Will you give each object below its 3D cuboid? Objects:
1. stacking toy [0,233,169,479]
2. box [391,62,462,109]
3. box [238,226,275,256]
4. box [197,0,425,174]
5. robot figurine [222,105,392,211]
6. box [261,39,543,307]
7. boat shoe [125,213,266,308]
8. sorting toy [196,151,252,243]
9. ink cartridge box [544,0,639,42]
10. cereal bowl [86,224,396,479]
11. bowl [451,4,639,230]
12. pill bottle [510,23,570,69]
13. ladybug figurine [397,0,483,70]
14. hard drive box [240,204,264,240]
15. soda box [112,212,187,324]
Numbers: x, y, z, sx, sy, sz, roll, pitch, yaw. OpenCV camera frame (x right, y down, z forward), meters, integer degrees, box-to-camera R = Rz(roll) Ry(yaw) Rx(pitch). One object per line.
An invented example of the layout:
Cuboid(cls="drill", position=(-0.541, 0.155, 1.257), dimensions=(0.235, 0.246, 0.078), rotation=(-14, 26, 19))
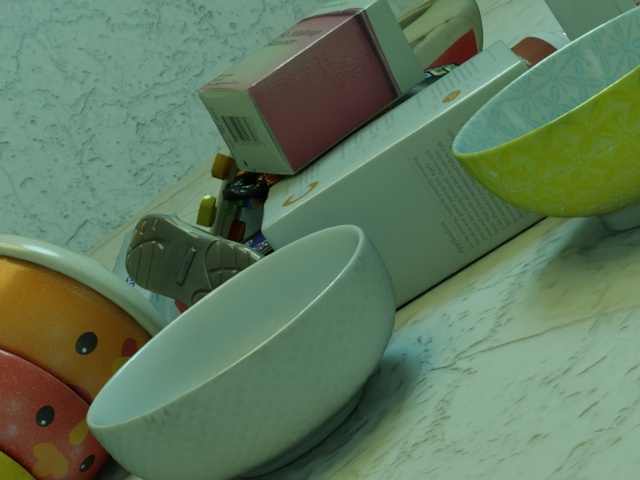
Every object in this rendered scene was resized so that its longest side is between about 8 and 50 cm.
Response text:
Cuboid(cls="stacking toy", position=(-0.396, 0.264, 1.659), dimensions=(0.351, 0.351, 0.479), rotation=(-22, 36, 47))
Cuboid(cls="box", position=(0.161, -0.186, 1.997), dimensions=(0.191, 0.045, 0.184), rotation=(-16, 30, -19))
Cuboid(cls="box", position=(0.000, 0.000, 1.908), dimensions=(0.261, 0.103, 0.184), rotation=(-35, 9, -2))
Cuboid(cls="box", position=(-0.012, -0.197, 1.783), dimensions=(0.232, 0.126, 0.149), rotation=(-38, 22, -22))
Cuboid(cls="robot figurine", position=(-0.016, -0.109, 1.932), dimensions=(0.211, 0.085, 0.291), rotation=(-38, 11, -26))
Cuboid(cls="box", position=(0.120, -0.064, 1.654), dimensions=(0.345, 0.168, 0.215), rotation=(-32, 12, 9))
Cuboid(cls="boat shoe", position=(-0.103, 0.056, 1.723), dimensions=(0.324, 0.116, 0.123), rotation=(33, 100, 40))
Cuboid(cls="sorting toy", position=(-0.139, -0.044, 2.138), dimensions=(0.307, 0.041, 0.229), rotation=(12, -83, -85))
Cuboid(cls="ink cartridge box", position=(0.425, -0.299, 1.686), dimensions=(0.273, 0.197, 0.114), rotation=(-39, 11, -25))
Cuboid(cls="cereal bowl", position=(-0.060, 0.135, 1.415), dimensions=(0.339, 0.141, 0.339), rotation=(-33, 11, 7))
Cuboid(cls="bowl", position=(0.290, -0.104, 1.374), dimensions=(0.289, 0.156, 0.289), rotation=(-33, 11, 7))
Cuboid(cls="pill bottle", position=(0.281, -0.202, 1.884), dimensions=(0.216, 0.121, 0.121), rotation=(-39, 12, -19))
Cuboid(cls="ladybug figurine", position=(0.126, -0.276, 2.511), dimensions=(0.449, 0.162, 0.305), rotation=(-39, 13, -23))
Cuboid(cls="hard drive box", position=(-0.038, -0.077, 2.348), dimensions=(0.232, 0.089, 0.181), rotation=(-25, 15, 37))
Cuboid(cls="soda box", position=(-0.259, 0.083, 2.120), dimensions=(0.098, 0.091, 0.286), rotation=(-22, 29, 19))
